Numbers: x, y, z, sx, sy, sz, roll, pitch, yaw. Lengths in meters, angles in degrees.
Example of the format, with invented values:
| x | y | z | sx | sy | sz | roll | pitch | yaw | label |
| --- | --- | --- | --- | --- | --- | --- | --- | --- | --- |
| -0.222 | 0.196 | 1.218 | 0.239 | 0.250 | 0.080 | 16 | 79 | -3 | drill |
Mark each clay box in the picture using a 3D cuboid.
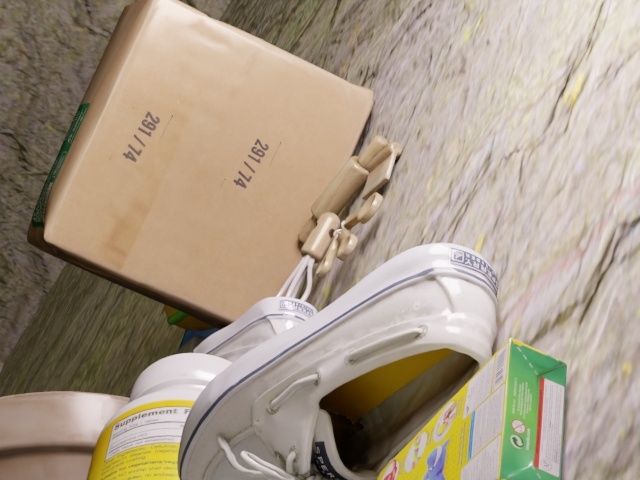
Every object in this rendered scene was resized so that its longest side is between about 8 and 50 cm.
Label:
| x | y | z | sx | sy | sz | roll | pitch | yaw | label |
| --- | --- | --- | --- | --- | --- | --- | --- | --- | --- |
| 0.094 | 0.184 | 1.289 | 0.222 | 0.053 | 0.127 | -53 | 19 | 44 | clay box |

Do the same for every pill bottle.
| x | y | z | sx | sy | sz | roll | pitch | yaw | label |
| --- | --- | --- | --- | --- | --- | --- | --- | --- | --- |
| -0.135 | 0.264 | 1.725 | 0.188 | 0.188 | 0.334 | -56 | 15 | 32 | pill bottle |

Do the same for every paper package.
| x | y | z | sx | sy | sz | roll | pitch | yaw | label |
| --- | --- | --- | --- | --- | --- | --- | --- | --- | --- |
| -0.143 | -0.086 | 2.131 | 0.325 | 0.309 | 0.168 | -67 | 13 | -7 | paper package |

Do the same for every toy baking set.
| x | y | z | sx | sy | sz | roll | pitch | yaw | label |
| --- | --- | --- | --- | --- | --- | --- | --- | --- | --- |
| 0.002 | -0.004 | 1.973 | 0.256 | 0.030 | 0.197 | -50 | 12 | 32 | toy baking set |

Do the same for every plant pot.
| x | y | z | sx | sy | sz | roll | pitch | yaw | label |
| --- | --- | --- | --- | --- | --- | --- | --- | --- | --- |
| -0.279 | 0.353 | 1.945 | 0.323 | 0.323 | 0.280 | 133 | 143 | -51 | plant pot |

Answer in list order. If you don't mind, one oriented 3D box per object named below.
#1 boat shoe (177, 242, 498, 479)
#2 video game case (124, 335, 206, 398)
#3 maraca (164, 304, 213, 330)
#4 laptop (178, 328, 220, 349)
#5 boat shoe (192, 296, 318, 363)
| x | y | z | sx | sy | sz | roll | pitch | yaw | label |
| --- | --- | --- | --- | --- | --- | --- | --- | --- | --- |
| 0.010 | 0.161 | 1.483 | 0.367 | 0.136 | 0.156 | -37 | 34 | 31 | boat shoe |
| -0.241 | 0.310 | 2.335 | 0.300 | 0.036 | 0.329 | -39 | 32 | 60 | video game case |
| -0.121 | 0.044 | 2.284 | 0.185 | 0.099 | 0.127 | -40 | 9 | -5 | maraca |
| -0.203 | 0.062 | 2.460 | 0.136 | 0.264 | 0.234 | -29 | -7 | -33 | laptop |
| -0.082 | 0.144 | 1.944 | 0.258 | 0.095 | 0.084 | 128 | 153 | -57 | boat shoe |
